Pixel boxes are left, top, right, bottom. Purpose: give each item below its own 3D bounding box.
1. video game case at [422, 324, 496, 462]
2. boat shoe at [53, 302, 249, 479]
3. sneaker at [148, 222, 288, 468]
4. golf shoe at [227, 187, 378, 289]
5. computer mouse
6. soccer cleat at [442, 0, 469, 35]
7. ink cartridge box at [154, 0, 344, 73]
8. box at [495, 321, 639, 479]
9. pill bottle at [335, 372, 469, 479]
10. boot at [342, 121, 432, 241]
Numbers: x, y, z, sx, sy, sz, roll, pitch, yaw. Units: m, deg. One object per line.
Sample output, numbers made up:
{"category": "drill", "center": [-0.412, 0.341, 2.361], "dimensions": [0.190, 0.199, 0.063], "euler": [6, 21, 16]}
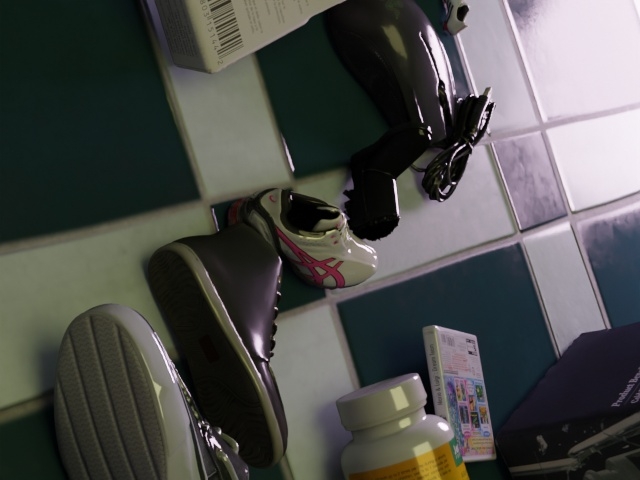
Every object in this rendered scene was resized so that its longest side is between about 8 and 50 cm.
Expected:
{"category": "video game case", "center": [0.152, 0.168, 1.338], "dimensions": [0.157, 0.019, 0.143], "euler": [20, 60, -66]}
{"category": "boat shoe", "center": [-0.122, 0.203, 1.029], "dimensions": [0.119, 0.121, 0.335], "euler": [-30, 109, -55]}
{"category": "sneaker", "center": [-0.061, 0.090, 1.138], "dimensions": [0.118, 0.083, 0.222], "euler": [-24, 93, -48]}
{"category": "golf shoe", "center": [0.000, 0.000, 1.234], "dimensions": [0.186, 0.086, 0.067], "euler": [23, 59, -41]}
{"category": "computer mouse", "center": [0.115, -0.198, 1.433], "dimensions": [0.272, 0.072, 0.188], "euler": [50, 47, -21]}
{"category": "soccer cleat", "center": [0.171, -0.297, 1.553], "dimensions": [0.029, 0.036, 0.083], "euler": [21, 62, -40]}
{"category": "ink cartridge box", "center": [-0.064, -0.347, 1.188], "dimensions": [0.261, 0.066, 0.296], "euler": [-33, 124, -31]}
{"category": "box", "center": [0.537, 0.317, 1.383], "dimensions": [0.297, 0.472, 0.480], "euler": [-35, 101, -47]}
{"category": "pill bottle", "center": [0.088, 0.242, 1.212], "dimensions": [0.118, 0.118, 0.208], "euler": [-17, 88, -48]}
{"category": "boot", "center": [0.072, -0.060, 1.308], "dimensions": [0.045, 0.121, 0.099], "euler": [24, 53, -36]}
